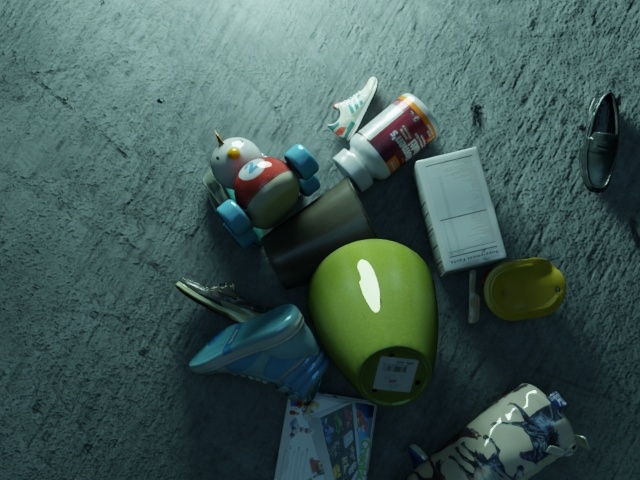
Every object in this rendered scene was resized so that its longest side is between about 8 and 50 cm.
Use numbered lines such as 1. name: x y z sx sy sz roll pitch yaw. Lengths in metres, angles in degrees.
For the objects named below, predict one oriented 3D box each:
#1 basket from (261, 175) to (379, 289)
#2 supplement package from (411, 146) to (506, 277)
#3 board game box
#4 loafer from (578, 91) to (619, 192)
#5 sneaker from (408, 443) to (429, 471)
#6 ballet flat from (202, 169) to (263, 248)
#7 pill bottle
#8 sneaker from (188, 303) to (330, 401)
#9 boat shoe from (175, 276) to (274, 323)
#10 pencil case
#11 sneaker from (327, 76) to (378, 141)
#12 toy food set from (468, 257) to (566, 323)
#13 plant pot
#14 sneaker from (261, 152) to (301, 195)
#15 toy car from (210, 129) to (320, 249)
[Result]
1. basket: 0.000 0.000 1.654 0.227 0.154 0.204 -25 79 3
2. supplement package: 0.294 -0.056 1.651 0.139 0.134 0.244 -13 82 1
3. board game box: 0.005 0.479 1.611 0.193 0.053 0.305 8 74 6
4. loafer: 0.616 -0.218 1.686 0.076 0.078 0.223 6 83 4
5. sneaker: 0.210 0.513 1.619 0.085 0.058 0.152 -31 89 -10
6. ballet flat: -0.198 -0.065 1.718 0.068 0.072 0.213 -33 81 26
7. pill bottle: 0.143 -0.211 1.685 0.221 0.121 0.121 -40 83 -3
8. sneaker: -0.120 0.273 1.613 0.319 0.127 0.208 -24 112 37
9. boat shoe: -0.207 0.129 1.682 0.224 0.080 0.073 27 79 0
10. pencil case: 0.325 0.458 1.525 0.410 0.183 0.160 -34 119 -14
11. sneaker: 0.072 -0.308 1.733 0.075 0.057 0.161 26 87 0
12. toy food set: 0.413 0.106 1.656 0.218 0.071 0.128 -6 89 -3
13. plant pot: 0.118 0.182 1.497 0.275 0.293 0.274 -2 115 -4
14. sneaker: -0.117 -0.138 1.719 0.166 0.065 0.076 40 90 8
15. toy car: -0.158 -0.147 1.603 0.219 0.210 0.238 -41 78 -8
